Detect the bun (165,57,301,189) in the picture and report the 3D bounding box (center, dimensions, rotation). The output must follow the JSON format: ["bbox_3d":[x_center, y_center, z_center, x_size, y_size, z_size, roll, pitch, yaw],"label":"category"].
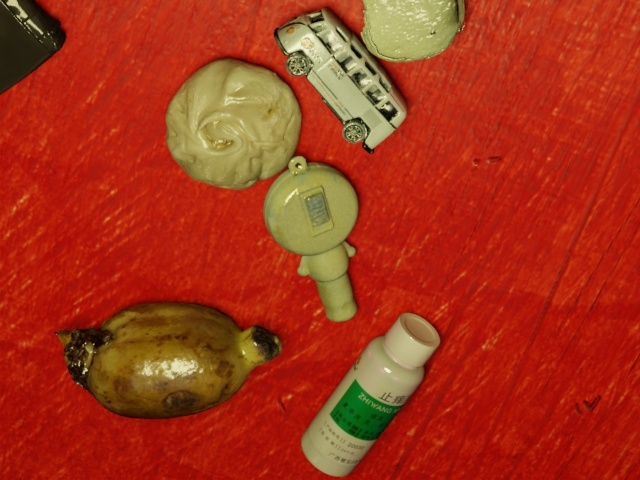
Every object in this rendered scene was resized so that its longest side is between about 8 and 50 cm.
[{"bbox_3d":[-0.112,-0.137,1.704,0.183,0.102,0.183,2,121,4],"label":"bun"}]

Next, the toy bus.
[{"bbox_3d":[0.028,-0.206,1.664,0.089,0.087,0.194,-37,108,15],"label":"toy bus"}]

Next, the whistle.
[{"bbox_3d":[0.000,0.000,1.775,0.126,0.067,0.258,-21,124,-8],"label":"whistle"}]

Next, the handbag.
[{"bbox_3d":[-0.474,-0.276,1.690,0.247,0.080,0.223,-28,119,25],"label":"handbag"}]

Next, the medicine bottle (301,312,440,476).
[{"bbox_3d":[0.071,0.216,1.875,0.095,0.095,0.260,28,117,-8],"label":"medicine bottle"}]

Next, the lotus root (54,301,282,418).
[{"bbox_3d":[-0.206,0.166,1.839,0.314,0.169,0.141,-3,130,8],"label":"lotus root"}]

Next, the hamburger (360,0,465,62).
[{"bbox_3d":[0.112,-0.287,1.621,0.133,0.062,0.140,8,121,4],"label":"hamburger"}]
